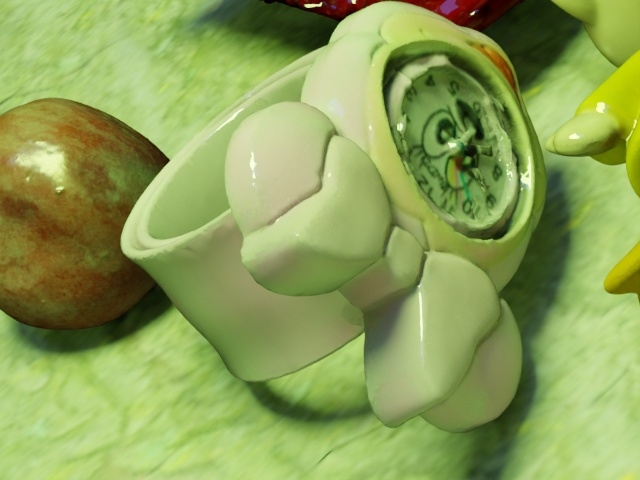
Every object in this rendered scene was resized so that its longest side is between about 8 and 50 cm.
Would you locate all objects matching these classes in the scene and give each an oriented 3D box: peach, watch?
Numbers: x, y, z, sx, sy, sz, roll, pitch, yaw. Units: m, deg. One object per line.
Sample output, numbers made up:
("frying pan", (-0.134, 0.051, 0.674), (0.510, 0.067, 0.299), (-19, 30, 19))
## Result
("peach", (-0.150, -0.014, 1.138), (0.152, 0.152, 0.152), (-19, 40, 17))
("watch", (0.000, 0.000, 0.991), (0.217, 0.211, 0.248), (-22, 27, 42))

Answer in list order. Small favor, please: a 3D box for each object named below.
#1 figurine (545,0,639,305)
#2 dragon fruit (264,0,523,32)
("figurine", (0.218, -0.119, 0.956), (0.187, 0.215, 0.343), (120, 153, -47))
("dragon fruit", (0.055, -0.220, 1.232), (0.343, 0.100, 0.282), (22, 61, 43))
